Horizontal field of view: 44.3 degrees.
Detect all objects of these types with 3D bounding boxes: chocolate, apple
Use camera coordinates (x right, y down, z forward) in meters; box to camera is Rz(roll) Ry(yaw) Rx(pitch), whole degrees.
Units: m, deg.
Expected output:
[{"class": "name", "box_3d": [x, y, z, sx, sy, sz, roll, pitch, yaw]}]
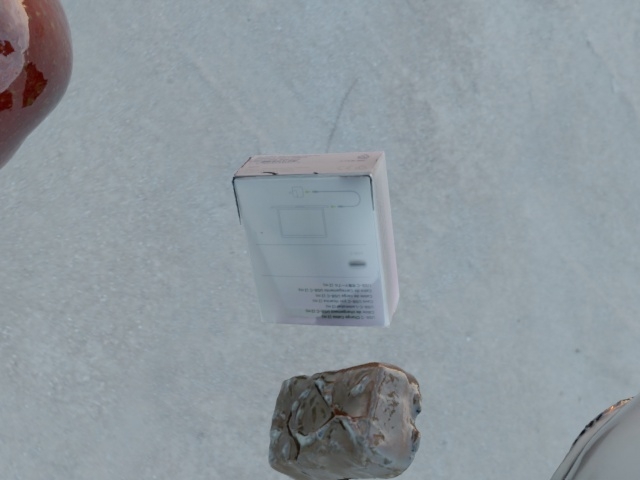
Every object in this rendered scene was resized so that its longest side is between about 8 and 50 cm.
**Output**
[{"class": "chocolate", "box_3d": [0.027, 0.242, 1.051, 0.093, 0.214, 0.148, 31, 52, -34]}, {"class": "apple", "box_3d": [-0.473, -0.224, 0.957, 0.277, 0.349, 0.348, 39, 69, -45]}]

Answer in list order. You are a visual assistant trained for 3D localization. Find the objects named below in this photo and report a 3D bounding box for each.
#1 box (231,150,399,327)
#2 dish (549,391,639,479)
[{"class": "box", "box_3d": [0.000, 0.000, 1.154, 0.106, 0.203, 0.251, -59, 145, -60]}, {"class": "dish", "box_3d": [0.226, 0.205, 0.520, 0.324, 0.124, 0.324, -13, 113, -31]}]
